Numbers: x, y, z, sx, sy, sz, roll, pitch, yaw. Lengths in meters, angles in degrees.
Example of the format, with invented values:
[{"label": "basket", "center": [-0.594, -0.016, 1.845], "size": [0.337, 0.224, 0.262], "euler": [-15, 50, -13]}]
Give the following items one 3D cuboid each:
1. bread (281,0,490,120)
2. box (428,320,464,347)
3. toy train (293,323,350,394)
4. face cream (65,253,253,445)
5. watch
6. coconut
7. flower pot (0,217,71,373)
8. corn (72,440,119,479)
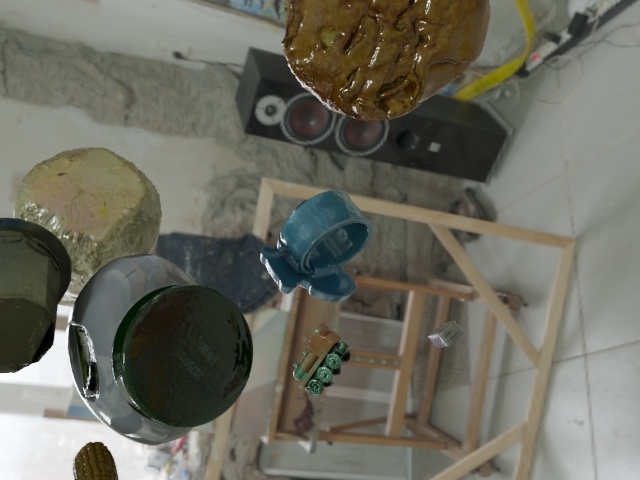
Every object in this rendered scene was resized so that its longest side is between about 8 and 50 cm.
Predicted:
[{"label": "bread", "center": [0.110, -0.431, 1.377], "size": [0.215, 0.398, 0.398], "euler": [-94, 19, -72]}, {"label": "box", "center": [0.272, 0.205, 1.575], "size": [0.050, 0.036, 0.117], "euler": [-40, -5, -7]}, {"label": "toy train", "center": [-0.001, 0.179, 1.060], "size": [0.103, 0.064, 0.044], "euler": [-58, -16, 24]}, {"label": "face cream", "center": [-0.284, 0.178, 1.192], "size": [0.357, 0.219, 0.312], "euler": [-7, 91, 55]}, {"label": "watch", "center": [0.000, 0.000, 1.449], "size": [0.211, 0.211, 0.193], "euler": [-102, 31, -45]}, {"label": "coconut", "center": [-0.491, -0.008, 1.521], "size": [0.309, 0.297, 0.297], "euler": [118, 154, -52]}, {"label": "flower pot", "center": [-0.498, 0.102, 1.159], "size": [0.202, 0.212, 0.212], "euler": [53, 130, 51]}, {"label": "corn", "center": [-0.344, 0.386, 1.119], "size": [0.207, 0.068, 0.068], "euler": [48, 125, 57]}]
